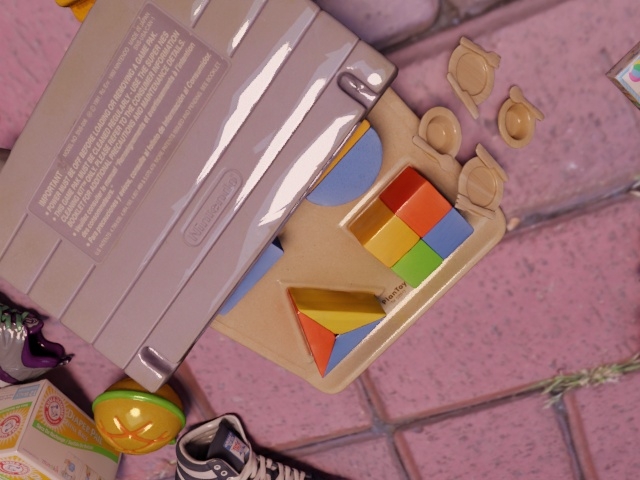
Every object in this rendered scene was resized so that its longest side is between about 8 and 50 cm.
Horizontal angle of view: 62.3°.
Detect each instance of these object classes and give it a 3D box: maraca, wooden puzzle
[{"bbox_3d":[-0.254,0.253,0.745,0.127,0.099,0.185,15,139,-6],"label":"maraca"},{"bbox_3d":[0.000,0.000,0.560,0.348,0.080,0.322,39,102,-27],"label":"wooden puzzle"}]

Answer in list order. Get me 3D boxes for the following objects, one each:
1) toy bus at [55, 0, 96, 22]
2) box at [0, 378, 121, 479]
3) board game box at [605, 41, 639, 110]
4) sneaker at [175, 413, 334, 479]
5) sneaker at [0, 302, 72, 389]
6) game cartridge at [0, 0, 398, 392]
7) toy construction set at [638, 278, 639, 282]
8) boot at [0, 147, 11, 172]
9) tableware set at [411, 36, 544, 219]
[{"bbox_3d":[-0.078,-0.274,0.487,0.333,0.108,0.130,-19,114,11],"label":"toy bus"},{"bbox_3d":[-0.385,0.297,0.735,0.114,0.103,0.203,-14,131,10],"label":"box"},{"bbox_3d":[0.390,-0.193,0.537,0.103,0.026,0.154,39,111,-13],"label":"board game box"},{"bbox_3d":[-0.080,0.344,0.771,0.282,0.099,0.153,4,116,5],"label":"sneaker"},{"bbox_3d":[-0.431,0.099,0.703,0.098,0.083,0.223,-24,122,3],"label":"sneaker"},{"bbox_3d":[-0.132,-0.068,0.457,0.230,0.068,0.355,39,104,3],"label":"game cartridge"},{"bbox_3d":[0.506,0.102,0.595,0.328,0.151,0.215,23,138,2],"label":"toy construction set"},{"bbox_3d":[-0.193,-0.104,0.577,0.338,0.118,0.222,15,112,-18],"label":"boot"},{"bbox_3d":[0.165,-0.114,0.549,0.141,0.020,0.168,35,76,-25],"label":"tableware set"}]
